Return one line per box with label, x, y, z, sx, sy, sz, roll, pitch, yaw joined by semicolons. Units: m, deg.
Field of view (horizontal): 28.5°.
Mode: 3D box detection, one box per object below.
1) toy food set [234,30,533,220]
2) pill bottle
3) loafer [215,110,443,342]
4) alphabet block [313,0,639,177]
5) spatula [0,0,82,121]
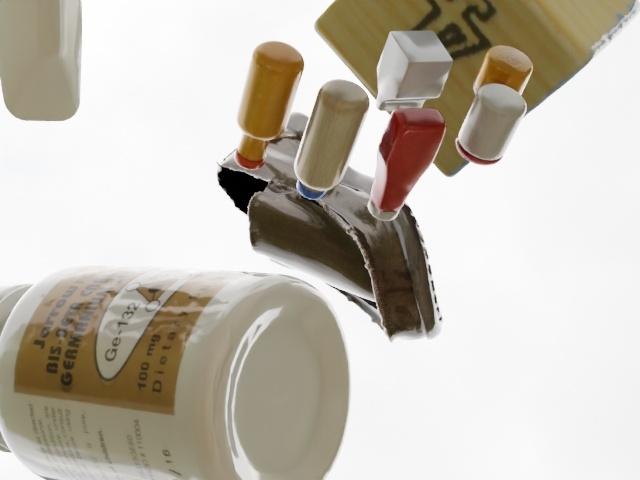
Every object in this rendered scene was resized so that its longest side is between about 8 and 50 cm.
toy food set;0.056;-0.085;0.968;0.232;0.111;0.104;-6;-42;-26
pill bottle;-0.109;0.079;0.716;0.131;0.229;0.131;-4;-85;-55
loafer;0.000;0.000;1.230;0.130;0.366;0.133;-24;-57;-13
alphabet block;0.150;-0.210;1.185;0.197;0.192;0.193;49;-54;1
spatula;-0.209;-0.189;0.703;0.168;0.019;0.242;-2;-89;-34
